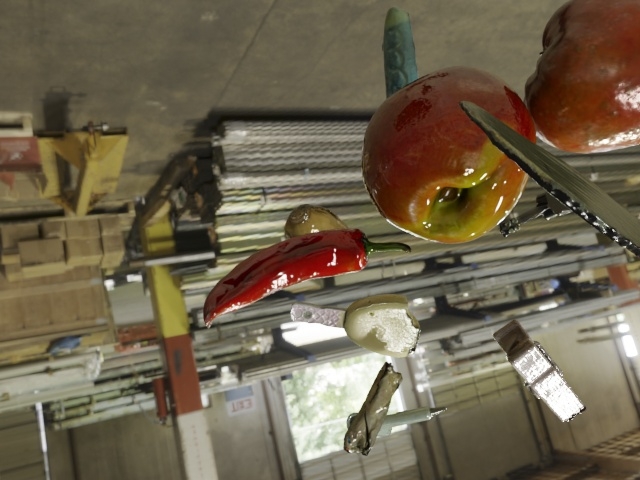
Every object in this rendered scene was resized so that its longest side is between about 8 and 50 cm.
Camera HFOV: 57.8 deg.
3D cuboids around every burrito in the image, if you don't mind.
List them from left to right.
[{"bbox_3d":[0.095,0.299,1.025,0.051,0.171,0.042,37,156,-20],"label":"burrito"}]

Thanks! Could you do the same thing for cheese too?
[{"bbox_3d":[0.069,0.153,1.125,0.255,0.127,0.050,10,-162,-3],"label":"cheese"}]

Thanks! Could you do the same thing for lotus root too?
[{"bbox_3d":[0.002,0.002,1.398,0.146,0.131,0.303,13,167,23],"label":"lotus root"}]

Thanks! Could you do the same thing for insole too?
[{"bbox_3d":[0.232,0.009,0.388,0.009,0.348,0.119,-52,-176,27],"label":"insole"}]

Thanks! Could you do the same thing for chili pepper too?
[{"bbox_3d":[-0.035,0.052,0.996,0.368,0.137,0.092,-20,127,-16],"label":"chili pepper"}]

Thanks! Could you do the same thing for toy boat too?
[{"bbox_3d":[0.192,-0.417,1.492,0.123,0.330,0.215,-8,-169,9],"label":"toy boat"}]

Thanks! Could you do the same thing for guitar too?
[{"bbox_3d":[0.502,-0.069,1.336,0.271,0.084,0.038,-24,176,-35],"label":"guitar"}]

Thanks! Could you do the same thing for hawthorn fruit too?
[{"bbox_3d":[0.490,-0.289,0.994,0.284,0.284,0.284,-12,168,-3],"label":"hawthorn fruit"}]

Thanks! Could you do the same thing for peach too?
[{"bbox_3d":[0.216,-0.153,1.008,0.307,0.308,0.332,-18,-152,23],"label":"peach"}]

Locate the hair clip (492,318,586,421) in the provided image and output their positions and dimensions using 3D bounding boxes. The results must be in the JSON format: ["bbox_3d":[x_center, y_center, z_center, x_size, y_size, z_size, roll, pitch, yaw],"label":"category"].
[{"bbox_3d":[0.474,0.286,1.255,0.085,0.101,0.331,-35,129,10],"label":"hair clip"}]

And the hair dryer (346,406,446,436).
[{"bbox_3d":[0.163,0.354,1.164,0.183,0.044,0.155,-23,153,21],"label":"hair dryer"}]
